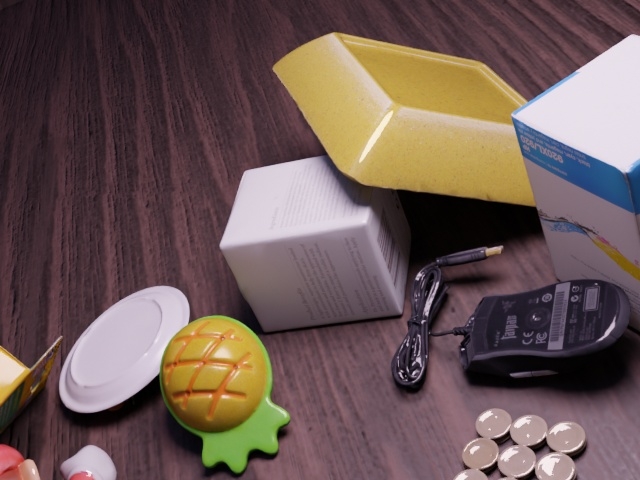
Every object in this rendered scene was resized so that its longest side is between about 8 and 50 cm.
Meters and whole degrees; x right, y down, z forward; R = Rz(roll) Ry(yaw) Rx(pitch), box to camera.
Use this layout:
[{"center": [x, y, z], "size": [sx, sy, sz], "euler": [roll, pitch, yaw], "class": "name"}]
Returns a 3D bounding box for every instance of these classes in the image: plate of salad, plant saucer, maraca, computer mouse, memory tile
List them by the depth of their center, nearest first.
[{"center": [0.180, 0.225, 0.856], "size": [0.113, 0.012, 0.148], "euler": [4, 46, 32], "class": "memory tile"}, {"center": [0.208, 0.076, 0.986], "size": [0.262, 0.060, 0.184], "euler": [-16, 40, 30], "class": "computer mouse"}, {"center": [-0.109, 0.167, 1.018], "size": [0.127, 0.099, 0.185], "euler": [-31, 63, 0], "class": "maraca"}, {"center": [0.141, -0.164, 1.142], "size": [0.333, 0.081, 0.333], "euler": [6, 31, -23], "class": "plant saucer"}, {"center": [-0.245, 0.140, 1.160], "size": [0.200, 0.048, 0.200], "euler": [-24, 35, 18], "class": "plate of salad"}]

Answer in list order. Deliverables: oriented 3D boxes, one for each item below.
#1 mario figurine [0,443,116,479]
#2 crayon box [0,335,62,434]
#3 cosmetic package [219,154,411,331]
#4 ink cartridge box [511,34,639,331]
[{"center": [-0.275, 0.331, 0.920], "size": [0.198, 0.170, 0.320], "euler": [-7, 32, -44], "class": "mario figurine"}, {"center": [-0.438, 0.234, 1.031], "size": [0.323, 0.083, 0.203], "euler": [-53, 1, -33], "class": "crayon box"}, {"center": [0.000, 0.000, 1.110], "size": [0.184, 0.151, 0.151], "euler": [-8, 39, 18], "class": "cosmetic package"}, {"center": [0.331, -0.052, 0.927], "size": [0.171, 0.232, 0.168], "euler": [-34, 36, -12], "class": "ink cartridge box"}]
